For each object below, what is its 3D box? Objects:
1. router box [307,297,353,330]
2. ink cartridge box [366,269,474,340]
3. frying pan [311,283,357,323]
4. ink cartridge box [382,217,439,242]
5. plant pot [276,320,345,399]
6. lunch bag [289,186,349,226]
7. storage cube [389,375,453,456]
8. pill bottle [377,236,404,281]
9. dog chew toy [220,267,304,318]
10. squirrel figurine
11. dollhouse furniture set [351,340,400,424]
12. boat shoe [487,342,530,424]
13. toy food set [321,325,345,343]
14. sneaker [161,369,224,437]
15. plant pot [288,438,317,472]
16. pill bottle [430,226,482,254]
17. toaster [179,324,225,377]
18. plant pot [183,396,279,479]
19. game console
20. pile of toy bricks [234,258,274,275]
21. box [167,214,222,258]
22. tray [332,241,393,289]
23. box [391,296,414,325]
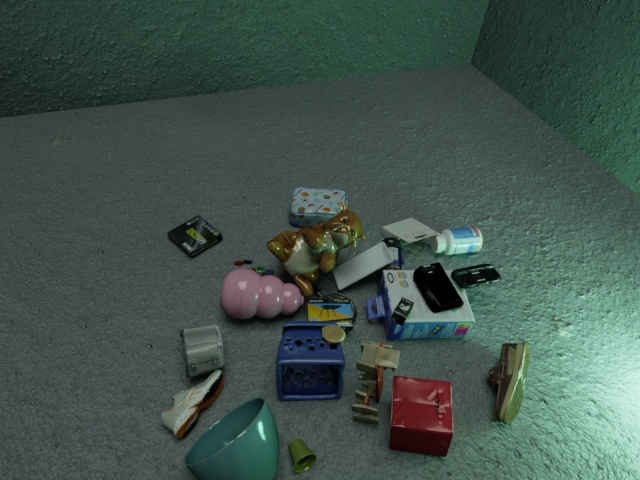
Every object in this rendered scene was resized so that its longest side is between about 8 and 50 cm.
[{"bbox_3d":[0.038,0.300,1.854,0.178,0.046,0.133,-1,50,-5],"label":"router box"},{"bbox_3d":[0.394,0.263,1.905,0.395,0.151,0.270,1,46,-6],"label":"ink cartridge box"},{"bbox_3d":[0.044,0.247,1.968,0.197,0.053,0.326,-8,50,-12],"label":"frying pan"},{"bbox_3d":[0.433,-0.032,2.221,0.181,0.056,0.224,-17,30,-21],"label":"ink cartridge box"},{"bbox_3d":[-0.039,0.422,1.662,0.236,0.236,0.212,1,40,-4],"label":"plant pot"},{"bbox_3d":[-0.004,-0.172,2.332,0.303,0.115,0.243,5,43,1],"label":"lunch bag"},{"bbox_3d":[0.332,0.590,1.542,0.193,0.215,0.184,4,45,9],"label":"storage cube"},{"bbox_3d":[0.320,0.093,2.087,0.122,0.123,0.219,7,45,2],"label":"pill bottle"},{"bbox_3d":[-0.233,0.225,1.867,0.331,0.207,0.207,8,45,-9],"label":"dog chew toy"},{"bbox_3d":[0.000,0.000,1.983,0.370,0.281,0.397,-37,9,1],"label":"squirrel figurine"},{"bbox_3d":[0.204,0.474,1.607,0.135,0.259,0.262,7,46,16],"label":"dollhouse furniture set"},{"bbox_3d":[0.688,0.522,1.720,0.123,0.123,0.342,-1,42,38],"label":"boat shoe"},{"bbox_3d":[0.044,0.327,1.598,0.083,0.020,0.082,6,34,-2],"label":"toy food set"},{"bbox_3d":[-0.447,0.543,1.600,0.121,0.099,0.262,22,46,22],"label":"sneaker"},{"bbox_3d":[-0.066,0.694,1.499,0.083,0.083,0.079,-18,38,-21],"label":"plant pot"},{"bbox_3d":[0.647,0.003,2.203,0.221,0.124,0.124,-4,46,-10],"label":"pill bottle"},{"bbox_3d":[-0.439,0.398,1.705,0.146,0.129,0.227,-8,22,-18],"label":"toaster"},{"bbox_3d":[-0.240,0.657,1.411,0.290,0.290,0.195,-35,94,-32],"label":"plant pot"},{"bbox_3d":[0.575,0.171,1.883,0.361,0.044,0.213,-10,49,-14],"label":"game console"},{"bbox_3d":[-0.276,0.138,2.021,0.212,0.118,0.105,8,12,15],"label":"pile of toy bricks"},{"bbox_3d":[-0.594,-0.021,2.178,0.190,0.045,0.184,36,51,28],"label":"box"},{"bbox_3d":[0.187,0.118,2.035,0.270,0.030,0.145,-29,36,9],"label":"tray"},{"bbox_3d":[0.312,0.270,1.749,0.052,0.062,0.083,26,51,20],"label":"box"}]
